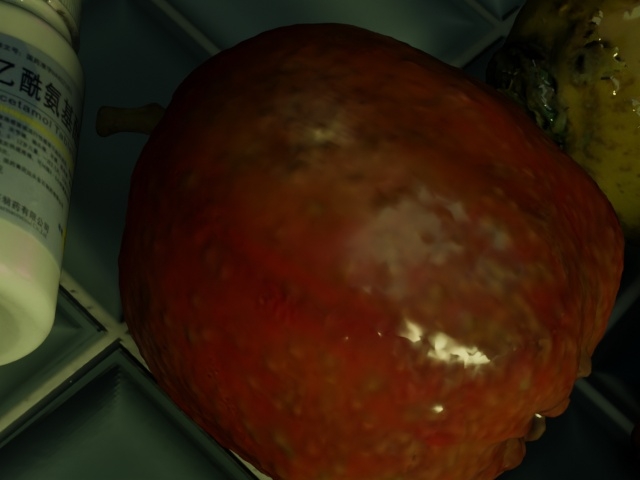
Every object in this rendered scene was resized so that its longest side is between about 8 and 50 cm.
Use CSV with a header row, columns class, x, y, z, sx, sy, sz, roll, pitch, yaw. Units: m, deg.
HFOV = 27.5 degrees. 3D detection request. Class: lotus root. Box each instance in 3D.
class,x,y,z,sx,sy,sz,roll,pitch,yaw
lotus root,0.280,-0.099,0.743,0.397,0.179,0.196,-13,73,-19

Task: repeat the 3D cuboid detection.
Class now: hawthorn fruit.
class,x,y,z,sx,sy,sz,roll,pitch,yaw
hawthorn fruit,0.000,0.000,0.571,0.253,0.205,0.205,36,54,12

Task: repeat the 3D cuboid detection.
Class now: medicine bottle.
class,x,y,z,sx,sy,sz,roll,pitch,yaw
medicine bottle,-0.162,-0.043,0.592,0.102,0.103,0.187,10,55,-13

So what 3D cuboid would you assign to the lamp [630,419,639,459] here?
class,x,y,z,sx,sy,sz,roll,pitch,yaw
lamp,0.219,0.155,0.574,0.151,0.215,0.223,32,75,-14
